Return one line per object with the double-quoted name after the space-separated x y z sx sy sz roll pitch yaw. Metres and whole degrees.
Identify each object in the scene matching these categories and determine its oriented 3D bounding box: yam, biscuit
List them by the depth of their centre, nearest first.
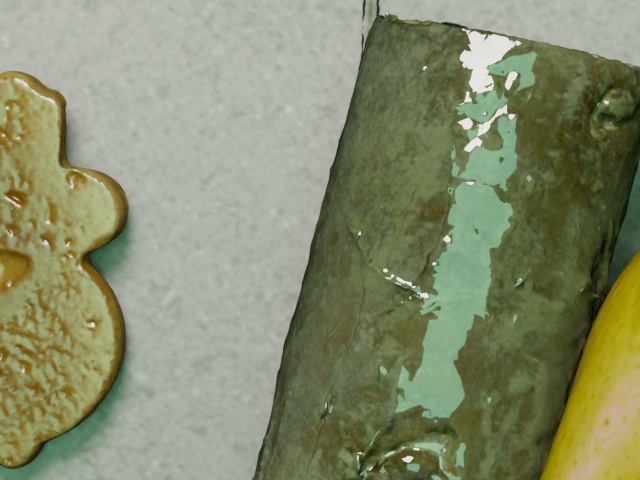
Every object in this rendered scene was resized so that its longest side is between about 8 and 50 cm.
0.071 0.026 0.764 0.168 0.168 0.304 14 88 1 "yam"
-0.186 0.019 0.828 0.166 0.036 0.225 -16 92 1 "biscuit"

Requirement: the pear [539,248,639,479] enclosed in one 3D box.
0.246 0.123 0.663 0.285 0.285 0.336 18 82 1 "pear"
